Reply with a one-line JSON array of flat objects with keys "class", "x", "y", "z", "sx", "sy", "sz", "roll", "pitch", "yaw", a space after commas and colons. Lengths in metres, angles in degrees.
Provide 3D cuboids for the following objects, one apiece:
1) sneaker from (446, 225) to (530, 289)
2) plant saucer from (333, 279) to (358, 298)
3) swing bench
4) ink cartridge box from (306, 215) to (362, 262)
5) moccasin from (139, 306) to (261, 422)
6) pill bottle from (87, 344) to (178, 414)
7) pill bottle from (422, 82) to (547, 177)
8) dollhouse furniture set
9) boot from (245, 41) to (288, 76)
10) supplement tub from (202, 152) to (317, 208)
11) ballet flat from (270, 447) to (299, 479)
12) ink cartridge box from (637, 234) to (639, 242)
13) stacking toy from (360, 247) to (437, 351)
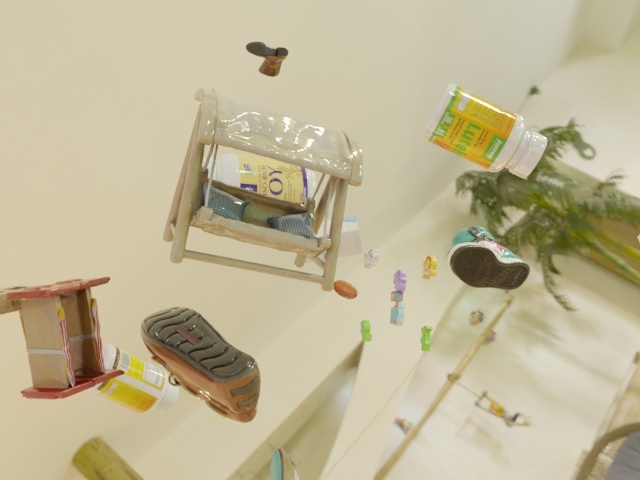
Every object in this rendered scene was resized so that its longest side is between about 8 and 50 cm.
[{"class": "sneaker", "x": 0.389, "y": 0.031, "z": 1.547, "sx": 0.296, "sy": 0.178, "sz": 0.123, "roll": 16, "pitch": -72, "yaw": -39}, {"class": "plant saucer", "x": 0.077, "y": 0.150, "z": 1.856, "sx": 0.083, "sy": 0.084, "sz": 0.013, "roll": 92, "pitch": -156, "yaw": -51}, {"class": "swing bench", "x": -0.087, "y": -0.081, "z": 0.931, "sx": 0.253, "sy": 0.165, "sz": 0.254, "roll": 12, "pitch": -82, "yaw": -22}, {"class": "ink cartridge box", "x": 0.000, "y": 0.000, "z": 1.397, "sx": 0.104, "sy": 0.181, "sz": 0.061, "roll": -92, "pitch": -8, "yaw": -69}, {"class": "moccasin", "x": -0.246, "y": 0.242, "z": 1.213, "sx": 0.139, "sy": 0.380, "sz": 0.146, "roll": -26, "pitch": -57, "yaw": -40}, {"class": "pill bottle", "x": -0.456, "y": 0.346, "z": 1.465, "sx": 0.215, "sy": 0.117, "sz": 0.117, "roll": 38, "pitch": -96, "yaw": -33}, {"class": "pill bottle", "x": 0.363, "y": -0.235, "z": 1.331, "sx": 0.136, "sy": 0.246, "sz": 0.136, "roll": -63, "pitch": -2, "yaw": -5}, {"class": "dollhouse furniture set", "x": -0.589, "y": 0.184, "z": 1.177, "sx": 0.152, "sy": 0.374, "sz": 0.201, "roll": -13, "pitch": -82, "yaw": -65}, {"class": "boot", "x": -0.140, "y": -0.436, "z": 1.464, "sx": 0.114, "sy": 0.107, "sz": 0.037, "roll": 152, "pitch": 122, "yaw": -69}, {"class": "supplement tub", "x": -0.200, "y": -0.135, "z": 1.806, "sx": 0.332, "sy": 0.241, "sz": 0.241, "roll": 3, "pitch": -55, "yaw": -21}, {"class": "ballet flat", "x": -0.067, "y": 0.522, "z": 1.204, "sx": 0.073, "sy": 0.067, "sz": 0.206, "roll": 153, "pitch": 122, "yaw": -67}, {"class": "ink cartridge box", "x": 0.772, "y": -0.002, "z": 1.146, "sx": 0.232, "sy": 0.171, "sz": 0.168, "roll": -56, "pitch": 4, "yaw": 32}, {"class": "stacking toy", "x": 0.179, "y": 0.131, "z": 1.362, "sx": 0.052, "sy": 0.167, "sz": 0.221, "roll": 140, "pitch": 138, "yaw": -67}]
